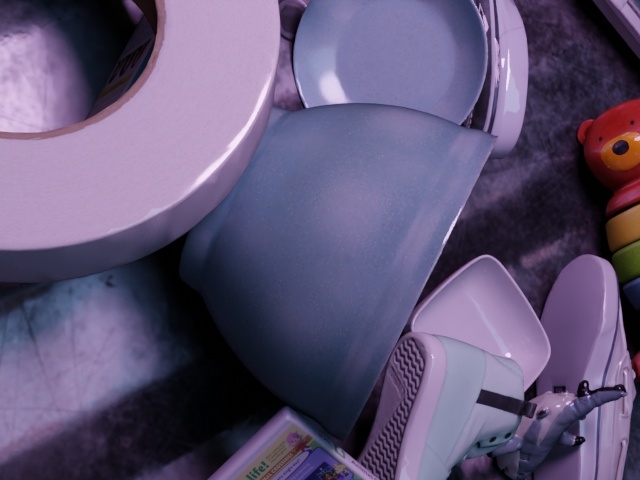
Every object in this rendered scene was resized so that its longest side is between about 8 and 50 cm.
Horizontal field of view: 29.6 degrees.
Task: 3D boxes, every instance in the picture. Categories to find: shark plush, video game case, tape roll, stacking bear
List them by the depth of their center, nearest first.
[{"bbox_3d":[-0.225,-0.157,0.951,0.392,0.072,0.392,2,66,-4],"label":"tape roll"},{"bbox_3d":[-0.032,0.270,1.040,0.193,0.023,0.212,41,103,-18],"label":"video game case"},{"bbox_3d":[0.237,0.182,1.213,0.067,0.161,0.073,47,19,-9],"label":"shark plush"},{"bbox_3d":[0.379,-0.018,1.317,0.164,0.175,0.289,-9,75,-57],"label":"stacking bear"}]

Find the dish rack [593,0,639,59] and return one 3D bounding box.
[{"bbox_3d":[0.445,-0.298,1.445,0.333,0.072,0.285,46,63,-15],"label":"dish rack"}]

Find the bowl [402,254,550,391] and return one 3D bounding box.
[{"bbox_3d":[0.152,0.102,1.224,0.142,0.053,0.142,-39,100,-28],"label":"bowl"}]

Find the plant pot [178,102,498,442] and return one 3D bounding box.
[{"bbox_3d":[0.000,0.000,1.049,0.196,0.293,0.293,26,67,5],"label":"plant pot"}]

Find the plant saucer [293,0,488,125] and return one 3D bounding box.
[{"bbox_3d":[0.070,-0.178,1.181,0.037,0.195,0.194,-16,90,-70],"label":"plant saucer"}]

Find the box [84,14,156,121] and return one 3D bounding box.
[{"bbox_3d":[-0.149,-0.133,1.066,0.060,0.100,0.244,33,68,-22],"label":"box"}]

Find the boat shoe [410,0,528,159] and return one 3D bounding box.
[{"bbox_3d":[0.125,-0.240,1.244,0.119,0.121,0.335,-1,72,-21],"label":"boat shoe"}]

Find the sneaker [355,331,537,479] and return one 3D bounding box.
[{"bbox_3d":[0.111,0.217,1.126,0.151,0.094,0.255,13,102,-32],"label":"sneaker"}]

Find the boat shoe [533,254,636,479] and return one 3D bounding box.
[{"bbox_3d":[0.288,0.152,1.270,0.088,0.096,0.267,11,77,-32],"label":"boat shoe"}]
